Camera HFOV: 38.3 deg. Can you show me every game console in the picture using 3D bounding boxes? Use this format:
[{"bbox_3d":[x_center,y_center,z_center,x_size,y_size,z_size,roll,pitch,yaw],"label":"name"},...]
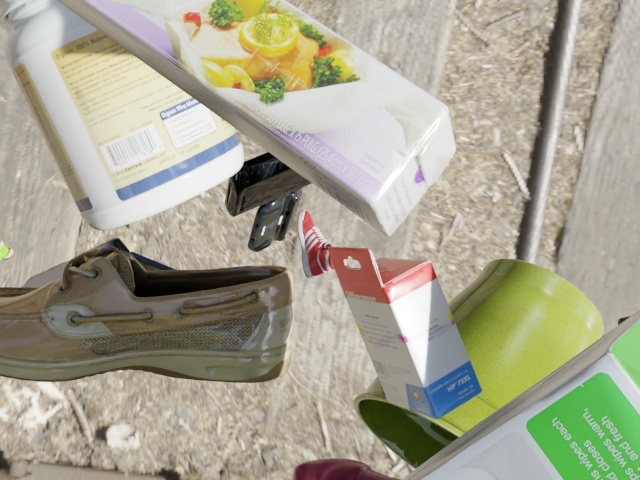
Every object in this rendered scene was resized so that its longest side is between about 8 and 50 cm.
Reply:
[{"bbox_3d":[-0.409,0.121,1.615,0.173,0.293,0.250,53,43,-18],"label":"game console"},{"bbox_3d":[-0.090,-0.074,1.758,0.213,0.361,0.044,-24,70,-22],"label":"game console"}]

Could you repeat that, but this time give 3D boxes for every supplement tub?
[{"bbox_3d":[-0.255,-0.195,1.170,0.228,0.228,0.316,-24,102,-7],"label":"supplement tub"}]

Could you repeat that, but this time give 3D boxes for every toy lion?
[{"bbox_3d":[-0.599,0.039,1.640,0.034,0.096,0.100,49,47,-39],"label":"toy lion"}]

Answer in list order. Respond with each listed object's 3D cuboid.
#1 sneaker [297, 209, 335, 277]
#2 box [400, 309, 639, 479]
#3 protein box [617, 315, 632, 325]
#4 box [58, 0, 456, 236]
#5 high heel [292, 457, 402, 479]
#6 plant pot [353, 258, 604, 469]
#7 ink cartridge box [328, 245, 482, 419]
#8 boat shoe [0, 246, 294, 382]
[{"bbox_3d":[0.000,0.000,1.560,0.067,0.042,0.119,-15,73,23],"label":"sneaker"},{"bbox_3d":[0.128,0.147,0.493,0.231,0.262,0.127,-42,75,26],"label":"box"},{"bbox_3d":[0.442,0.167,0.966,0.201,0.136,0.200,2,76,-36],"label":"protein box"},{"bbox_3d":[-0.073,-0.122,0.507,0.324,0.067,0.063,36,84,18],"label":"box"},{"bbox_3d":[-0.004,0.276,0.666,0.082,0.117,0.244,44,56,-48],"label":"high heel"},{"bbox_3d":[0.304,0.235,1.587,0.366,0.366,0.353,42,68,-15],"label":"plant pot"},{"bbox_3d":[0.104,0.100,1.177,0.078,0.134,0.231,-26,101,-21],"label":"ink cartridge box"},{"bbox_3d":[-0.194,0.058,0.850,0.340,0.122,0.110,3,106,-8],"label":"boat shoe"}]
